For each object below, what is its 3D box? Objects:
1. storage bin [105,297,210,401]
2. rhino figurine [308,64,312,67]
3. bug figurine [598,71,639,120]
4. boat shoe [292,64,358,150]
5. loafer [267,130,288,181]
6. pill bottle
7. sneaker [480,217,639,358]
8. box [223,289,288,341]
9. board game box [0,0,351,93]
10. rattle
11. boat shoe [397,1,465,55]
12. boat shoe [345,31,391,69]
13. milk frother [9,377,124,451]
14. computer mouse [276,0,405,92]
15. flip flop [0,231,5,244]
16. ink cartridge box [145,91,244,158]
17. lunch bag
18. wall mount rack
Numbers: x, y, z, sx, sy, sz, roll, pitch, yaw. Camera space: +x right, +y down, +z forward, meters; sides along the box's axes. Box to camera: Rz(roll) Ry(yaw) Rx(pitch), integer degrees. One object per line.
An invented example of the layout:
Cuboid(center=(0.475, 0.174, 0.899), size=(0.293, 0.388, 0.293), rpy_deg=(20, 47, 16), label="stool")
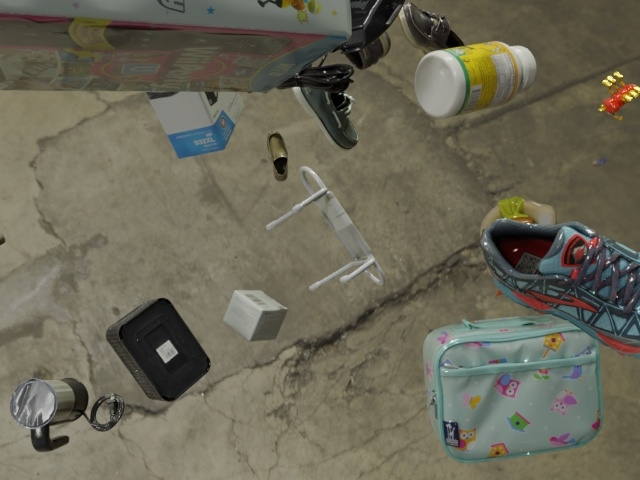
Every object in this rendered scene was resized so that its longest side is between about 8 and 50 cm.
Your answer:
Cuboid(center=(-0.319, 0.216, 1.215), size=(0.122, 0.084, 0.180), rpy_deg=(-39, 103, -35), label="storage bin")
Cuboid(center=(-0.128, -0.461, 1.674), size=(0.106, 0.243, 0.073), rpy_deg=(-29, 97, -54), label="rhino figurine")
Cuboid(center=(0.766, -0.291, 1.349), size=(0.216, 0.072, 0.279), rpy_deg=(-35, 51, 7), label="bug figurine")
Cuboid(center=(0.039, -0.333, 1.572), size=(0.099, 0.319, 0.116), rpy_deg=(-23, 59, 19), label="boat shoe")
Cuboid(center=(-0.119, -0.247, 1.789), size=(0.056, 0.050, 0.147), rpy_deg=(-14, 94, -14), label="loafer")
Cuboid(center=(0.283, -0.292, 1.102), size=(0.209, 0.117, 0.117), rpy_deg=(-17, 56, -27), label="pill bottle")
Cuboid(center=(0.280, 0.042, 0.651), size=(0.262, 0.125, 0.104), rpy_deg=(16, 73, 42), label="sneaker")
Cuboid(center=(-0.154, 0.178, 1.463), size=(0.101, 0.102, 0.087), rpy_deg=(30, 102, 33), label="box")
Cuboid(center=(-0.159, -0.185, 0.489), size=(0.304, 0.224, 0.097), rpy_deg=(-5, 94, -21), label="board game box")
Cuboid(center=(0.315, 0.041, 0.994), size=(0.130, 0.199, 0.142), rpy_deg=(10, 26, -3), label="rattle")
Cuboid(center=(0.277, -0.520, 1.525), size=(0.092, 0.285, 0.102), rpy_deg=(-16, 73, 30), label="boat shoe")
Cuboid(center=(0.055, -0.638, 1.748), size=(0.355, 0.132, 0.130), rpy_deg=(44, 67, -18), label="boat shoe")
Cuboid(center=(-0.447, 0.297, 1.103), size=(0.143, 0.135, 0.129), rpy_deg=(-24, 79, -3), label="milk frother")
Cuboid(center=(0.024, -0.305, 0.880), size=(0.184, 0.060, 0.262), rpy_deg=(12, 68, 37), label="computer mouse")
Cuboid(center=(-0.826, -0.007, 1.369), size=(0.277, 0.080, 0.112), rpy_deg=(-2, 29, 24), label="flip flop")
Cuboid(center=(-0.308, -0.384, 1.435), size=(0.129, 0.307, 0.223), rpy_deg=(-8, 38, 17), label="ink cartridge box")
Cuboid(center=(0.303, 0.231, 0.995), size=(0.279, 0.223, 0.108), rpy_deg=(-7, 14, -2), label="lunch bag")
Cuboid(center=(0.000, 0.000, 1.532), size=(0.130, 0.304, 0.350), rpy_deg=(-35, 93, -16), label="wall mount rack")
